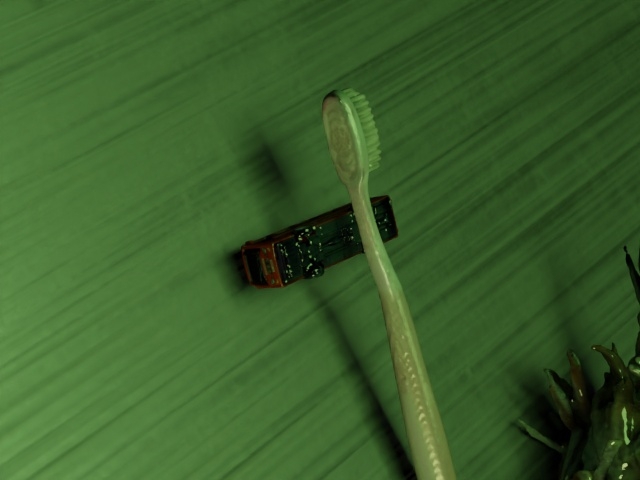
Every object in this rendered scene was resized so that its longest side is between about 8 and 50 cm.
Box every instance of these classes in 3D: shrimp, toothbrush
[{"bbox_3d":[0.220,0.159,0.992,0.137,0.172,0.372,-2,84,-34],"label":"shrimp"},{"bbox_3d":[0.051,0.057,0.947,0.029,0.025,0.307,-27,106,-51],"label":"toothbrush"}]

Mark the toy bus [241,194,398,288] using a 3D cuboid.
[{"bbox_3d":[0.000,0.000,0.950,0.110,0.043,0.031,-22,103,-43],"label":"toy bus"}]
